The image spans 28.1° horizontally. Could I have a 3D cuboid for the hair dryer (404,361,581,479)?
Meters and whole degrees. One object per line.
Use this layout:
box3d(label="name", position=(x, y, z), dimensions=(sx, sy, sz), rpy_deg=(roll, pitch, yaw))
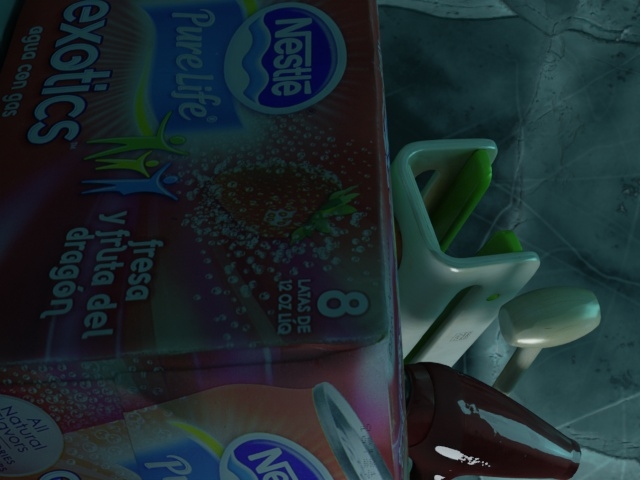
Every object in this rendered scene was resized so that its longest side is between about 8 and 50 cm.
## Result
box3d(label="hair dryer", position=(0.077, 0.201, 1.076), dimensions=(0.080, 0.293, 0.224), rpy_deg=(-113, -170, -56))

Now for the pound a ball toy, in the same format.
box3d(label="pound a ball toy", position=(0.089, 0.059, 1.125), dimensions=(0.319, 0.135, 0.208), rpy_deg=(121, -42, -55))

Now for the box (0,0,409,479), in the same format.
box3d(label="box", position=(-0.042, -0.009, 0.508), dimensions=(0.300, 0.142, 0.154), rpy_deg=(-90, 175, -50))
